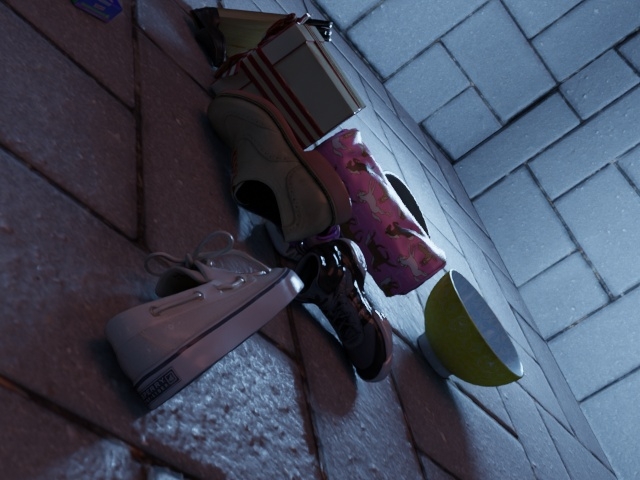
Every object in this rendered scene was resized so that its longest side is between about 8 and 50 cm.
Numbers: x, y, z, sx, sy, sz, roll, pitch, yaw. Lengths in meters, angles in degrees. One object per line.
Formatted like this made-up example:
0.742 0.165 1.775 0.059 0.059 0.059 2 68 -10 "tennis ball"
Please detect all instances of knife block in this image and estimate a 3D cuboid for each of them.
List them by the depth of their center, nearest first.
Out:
-0.118 -0.508 2.002 0.275 0.242 0.088 47 17 -21 "knife block"

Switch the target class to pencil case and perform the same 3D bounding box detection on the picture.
0.111 -0.063 1.824 0.386 0.160 0.167 55 18 2 "pencil case"

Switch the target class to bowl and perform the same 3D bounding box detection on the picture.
0.318 0.226 1.901 0.289 0.156 0.289 47 18 -21 "bowl"

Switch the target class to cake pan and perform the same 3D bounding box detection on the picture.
0.198 -0.036 2.147 0.293 0.054 0.293 40 38 -41 "cake pan"

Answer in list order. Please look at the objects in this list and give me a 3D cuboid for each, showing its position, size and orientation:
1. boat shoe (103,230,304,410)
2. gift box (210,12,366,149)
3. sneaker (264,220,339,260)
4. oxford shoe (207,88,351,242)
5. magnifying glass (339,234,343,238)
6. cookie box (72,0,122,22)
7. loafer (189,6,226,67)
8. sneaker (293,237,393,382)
-0.148 0.068 1.022 0.156 0.136 0.367 52 26 2 "boat shoe"
-0.065 -0.329 1.783 0.258 0.255 0.276 55 10 -4 "gift box"
0.000 0.000 1.571 0.236 0.104 0.095 32 26 -54 "sneaker"
-0.114 -0.143 1.487 0.397 0.147 0.140 43 -28 38 "oxford shoe"
0.039 -0.023 1.868 0.092 0.026 0.231 55 18 3 "magnifying glass"
-0.405 -0.443 1.445 0.107 0.040 0.092 60 17 19 "cookie box"
-0.254 -0.457 1.882 0.061 0.062 0.170 -3 57 -24 "loafer"
0.026 0.120 1.435 0.153 0.101 0.268 5 62 -49 "sneaker"
